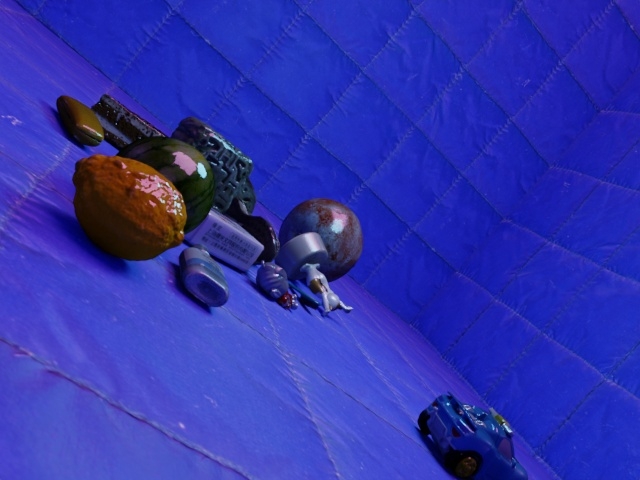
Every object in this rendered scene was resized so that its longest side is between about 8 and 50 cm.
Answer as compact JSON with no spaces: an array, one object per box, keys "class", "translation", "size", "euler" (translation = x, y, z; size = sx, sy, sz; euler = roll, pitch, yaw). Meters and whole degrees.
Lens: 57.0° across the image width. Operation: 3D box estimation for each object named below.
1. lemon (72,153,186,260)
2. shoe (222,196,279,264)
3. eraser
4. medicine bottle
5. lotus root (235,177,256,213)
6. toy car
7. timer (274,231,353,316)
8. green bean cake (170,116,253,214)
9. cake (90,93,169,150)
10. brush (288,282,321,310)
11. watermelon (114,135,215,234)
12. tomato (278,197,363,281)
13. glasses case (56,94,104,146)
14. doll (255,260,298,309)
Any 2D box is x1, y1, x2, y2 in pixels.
[{"class":"lemon","translation":[-0.282,-0.048,0.861],"size":[0.187,0.142,0.142],"euler":[43,2,-19]},{"class":"shoe","translation":[-0.181,0.010,1.618],"size":[0.171,0.132,0.336],"euler":[50,-6,-36]},{"class":"eraser","translation":[-0.262,-0.030,1.363],"size":[0.130,0.086,0.287],"euler":[41,3,37]},{"class":"medicine bottle","translation":[-0.214,0.054,1.064],"size":[0.090,0.053,0.208],"euler":[39,3,-22]},{"class":"lotus root","translation":[-0.339,-0.199,1.829],"size":[0.210,0.142,0.314],"euler":[28,1,36]},{"class":"toy car","translation":[0.382,0.484,1.393],"size":[0.314,0.166,0.198],"euler":[41,7,-23]},{"class":"timer","translation":[-0.012,0.126,1.888],"size":[0.266,0.175,0.175],"euler":[56,9,24]},{"class":"green bean cake","translation":[-0.306,-0.165,1.483],"size":[0.125,0.227,0.222],"euler":[37,0,44]},{"class":"cake","translation":[-0.544,-0.311,1.670],"size":[0.246,0.112,0.135],"euler":[35,3,-31]},{"class":"brush","translation":[-0.057,0.165,1.742],"size":[0.043,0.032,0.193],"euler":[34,-6,-33]},{"class":"watermelon","translation":[-0.293,-0.087,1.042],"size":[0.188,0.215,0.188],"euler":[39,-35,34]},{"class":"tomato","translation":[0.000,0.000,2.159],"size":[0.317,0.316,0.283],"euler":[43,13,35]},{"class":"glasses case","translation":[-0.565,-0.282,1.382],"size":[0.079,0.064,0.234],"euler":[34,7,-43]},{"class":"doll","translation":[-0.107,0.112,1.460],"size":[0.180,0.079,0.094],"euler":[56,17,-40]}]
